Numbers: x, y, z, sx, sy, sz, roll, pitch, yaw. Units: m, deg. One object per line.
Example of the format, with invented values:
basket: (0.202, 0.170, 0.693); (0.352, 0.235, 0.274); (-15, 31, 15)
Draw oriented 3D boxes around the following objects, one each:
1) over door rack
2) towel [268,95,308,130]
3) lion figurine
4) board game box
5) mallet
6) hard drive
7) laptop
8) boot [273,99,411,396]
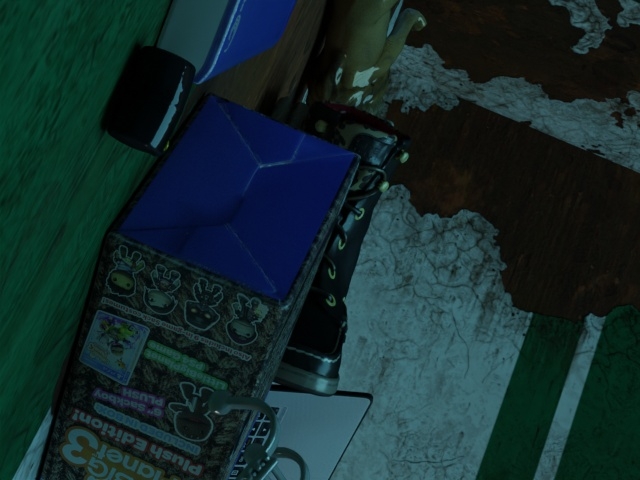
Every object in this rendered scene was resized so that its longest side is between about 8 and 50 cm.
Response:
over door rack: (-0.115, 0.286, 1.096); (0.324, 0.108, 0.239); (-60, 156, -19)
towel: (-0.089, -0.027, 1.818); (0.187, 0.049, 0.282); (104, 9, -68)
lion figurine: (0.059, -0.291, 1.994); (0.240, 0.142, 0.392); (-57, 158, -33)
board game box: (-0.101, 0.070, 1.230); (0.232, 0.141, 0.291); (-64, 176, -54)
mallet: (-0.111, -0.069, 0.978); (0.190, 0.039, 0.062); (121, -8, -76)
hard drive: (-0.033, -0.230, 1.085); (0.319, 0.040, 0.210); (-59, 172, -77)
laptop: (-0.157, 0.362, 1.605); (0.382, 0.408, 0.236); (-64, -147, 31)
boot: (0.000, 0.000, 1.681); (0.377, 0.138, 0.284); (-90, -158, -78)
